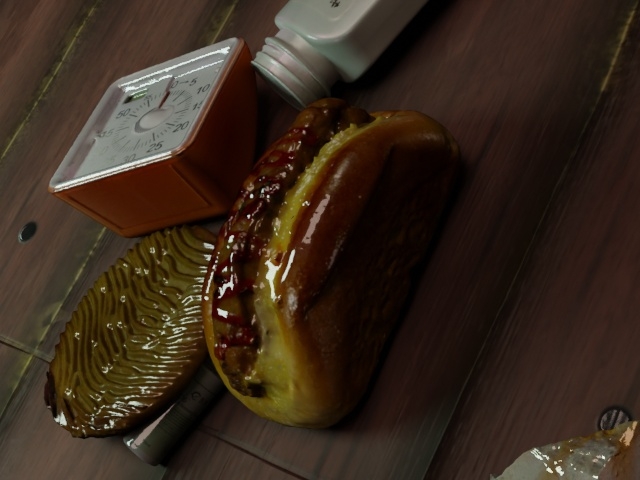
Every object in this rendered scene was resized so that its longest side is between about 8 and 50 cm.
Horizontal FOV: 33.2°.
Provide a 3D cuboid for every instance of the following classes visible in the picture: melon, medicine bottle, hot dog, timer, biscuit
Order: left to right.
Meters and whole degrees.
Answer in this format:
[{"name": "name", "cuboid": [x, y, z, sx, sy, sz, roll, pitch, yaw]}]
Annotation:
[{"name": "biscuit", "cuboid": [-0.241, 0.112, 1.397, 0.317, 0.040, 0.318, -27, 40, 25]}, {"name": "timer", "cuboid": [-0.215, -0.152, 1.501, 0.257, 0.161, 0.250, -13, 54, 31]}, {"name": "medicine bottle", "cuboid": [-0.159, 0.185, 1.325, 0.199, 0.057, 0.057, -49, 47, -5]}, {"name": "hot dog", "cuboid": [-0.001, 0.000, 1.228, 0.185, 0.223, 0.405, 13, 70, 35]}, {"name": "medicine bottle", "cuboid": [0.049, -0.326, 1.470, 0.324, 0.124, 0.179, -50, 39, -1]}, {"name": "melon", "cuboid": [0.244, 0.233, 0.982, 0.202, 0.093, 0.140, -18, 38, 29]}]
